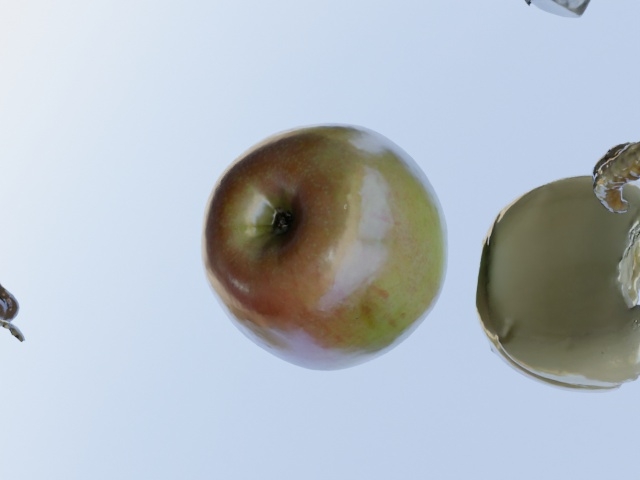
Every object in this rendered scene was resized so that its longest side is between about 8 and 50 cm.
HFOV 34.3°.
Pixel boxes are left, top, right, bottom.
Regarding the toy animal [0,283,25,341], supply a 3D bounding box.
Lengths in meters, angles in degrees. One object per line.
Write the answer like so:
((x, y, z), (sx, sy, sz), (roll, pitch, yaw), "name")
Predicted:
((-0.572, 0.125, 1.765), (0.094, 0.186, 0.214), (-46, 171, 12), "toy animal")

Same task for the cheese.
((0.311, 0.048, 1.236), (0.233, 0.127, 0.266), (-1, -112, 35), "cheese")

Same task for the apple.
((0.000, 0.000, 1.290), (0.319, 0.277, 0.319), (-9, -118, 17), "apple")

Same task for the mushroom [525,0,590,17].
((0.412, -0.502, 1.622), (0.122, 0.159, 0.329), (27, -90, 25), "mushroom")

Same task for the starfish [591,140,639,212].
((0.440, -0.074, 0.996), (0.323, 0.432, 0.083), (-11, -92, 30), "starfish")
